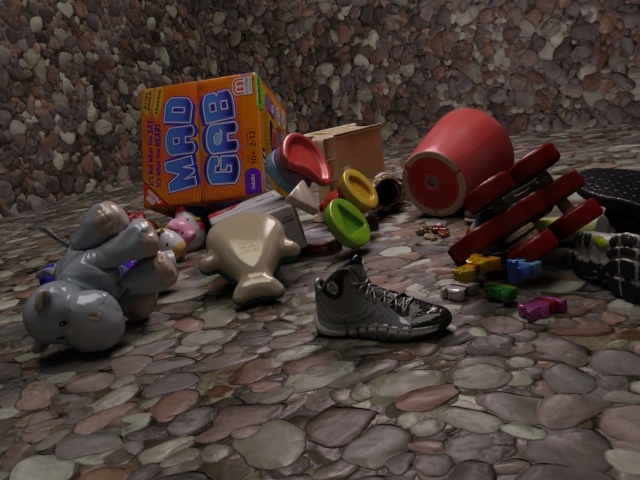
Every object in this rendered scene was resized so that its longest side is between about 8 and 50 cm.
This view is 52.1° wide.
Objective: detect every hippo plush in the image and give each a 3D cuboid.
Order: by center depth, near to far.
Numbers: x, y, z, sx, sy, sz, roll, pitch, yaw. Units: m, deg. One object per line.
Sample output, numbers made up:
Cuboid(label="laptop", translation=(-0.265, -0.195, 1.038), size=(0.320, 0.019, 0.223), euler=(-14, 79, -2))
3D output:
Cuboid(label="hippo plush", translation=(-0.431, 0.072, 1.189), size=(0.294, 0.234, 0.236), euler=(18, 28, 0))

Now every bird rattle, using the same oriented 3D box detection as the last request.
Cuboid(label="bird rattle", translation=(-0.562, -0.020, 2.010), size=(0.207, 0.143, 0.253), euler=(6, 3, 11))

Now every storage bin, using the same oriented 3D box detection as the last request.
Cuboid(label="storage bin", translation=(0.075, -0.207, 1.988), size=(0.123, 0.262, 0.260), euler=(8, 21, 44))

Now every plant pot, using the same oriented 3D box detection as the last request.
Cuboid(label="plant pot", translation=(0.369, -0.203, 1.833), size=(0.275, 0.275, 0.243), euler=(3, 28, 40))

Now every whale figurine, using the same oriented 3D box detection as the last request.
Cuboid(label="whale figurine", translation=(-0.146, 0.057, 1.388), size=(0.216, 0.141, 0.272), euler=(-11, 38, -10))

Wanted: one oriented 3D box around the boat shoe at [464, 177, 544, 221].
Cuboid(label="boat shoe", translation=(0.496, -0.127, 1.744), size=(0.335, 0.095, 0.112), euler=(-18, 17, -35))

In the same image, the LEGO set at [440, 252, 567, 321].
Cuboid(label="LEGO set", translation=(0.278, 0.072, 1.087), size=(0.093, 0.087, 0.227), euler=(-18, 15, -35))

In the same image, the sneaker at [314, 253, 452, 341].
Cuboid(label="sneaker", translation=(0.089, 0.086, 1.044), size=(0.229, 0.132, 0.086), euler=(-4, 14, 20))

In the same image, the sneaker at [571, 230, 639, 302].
Cuboid(label="sneaker", translation=(0.524, 0.031, 1.084), size=(0.110, 0.107, 0.275), euler=(-1, 13, -6))

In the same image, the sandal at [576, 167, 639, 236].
Cuboid(label="sandal", translation=(0.675, -0.047, 1.343), size=(0.168, 0.107, 0.446), euler=(-10, 26, -13))

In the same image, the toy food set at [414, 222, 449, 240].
Cuboid(label="toy food set", translation=(0.281, -0.026, 1.623), size=(0.078, 0.019, 0.122), euler=(-12, 14, -14))

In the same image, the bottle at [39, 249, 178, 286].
Cuboid(label="bottle", translation=(-0.457, 0.083, 1.429), size=(0.283, 0.118, 0.092), euler=(-12, 11, -19))

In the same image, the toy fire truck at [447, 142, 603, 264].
Cuboid(label="toy fire truck", translation=(0.372, -0.033, 1.282), size=(0.302, 0.169, 0.254), euler=(-30, -11, -23))

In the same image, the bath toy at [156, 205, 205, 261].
Cuboid(label="bath toy", translation=(-0.399, -0.004, 1.730), size=(0.151, 0.129, 0.348), euler=(-5, 13, 15))

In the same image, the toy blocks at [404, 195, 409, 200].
Cuboid(label="toy blocks", translation=(0.346, -0.168, 2.097), size=(0.148, 0.054, 0.123), euler=(-19, 18, -38))

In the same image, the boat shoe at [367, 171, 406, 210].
Cuboid(label="boat shoe", translation=(0.187, -0.140, 1.923), size=(0.097, 0.116, 0.324), euler=(8, 9, 32))

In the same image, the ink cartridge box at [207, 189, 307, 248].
Cuboid(label="ink cartridge box", translation=(-0.164, -0.027, 1.642), size=(0.197, 0.114, 0.273), euler=(-22, 15, -8))

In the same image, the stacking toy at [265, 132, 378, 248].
Cuboid(label="stacking toy", translation=(-0.011, -0.094, 1.608), size=(0.130, 0.309, 0.279), euler=(-40, 30, 33))

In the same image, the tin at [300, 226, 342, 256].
Cuboid(label="tin", translation=(0.000, 0.000, 1.664), size=(0.106, 0.040, 0.189), euler=(-12, 13, 4))

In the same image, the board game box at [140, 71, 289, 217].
Cuboid(label="board game box", translation=(-0.304, -0.259, 2.010), size=(0.356, 0.356, 0.356), euler=(-6, -9, 11))

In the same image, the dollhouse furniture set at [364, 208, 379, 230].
Cuboid(label="dollhouse furniture set", translation=(0.105, -0.065, 1.794), size=(0.114, 0.091, 0.081), euler=(-9, -2, 12))

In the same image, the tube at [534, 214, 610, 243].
Cuboid(label="tube", translation=(0.495, -0.024, 1.413), size=(0.070, 0.062, 0.240), euler=(24, -14, -35))
